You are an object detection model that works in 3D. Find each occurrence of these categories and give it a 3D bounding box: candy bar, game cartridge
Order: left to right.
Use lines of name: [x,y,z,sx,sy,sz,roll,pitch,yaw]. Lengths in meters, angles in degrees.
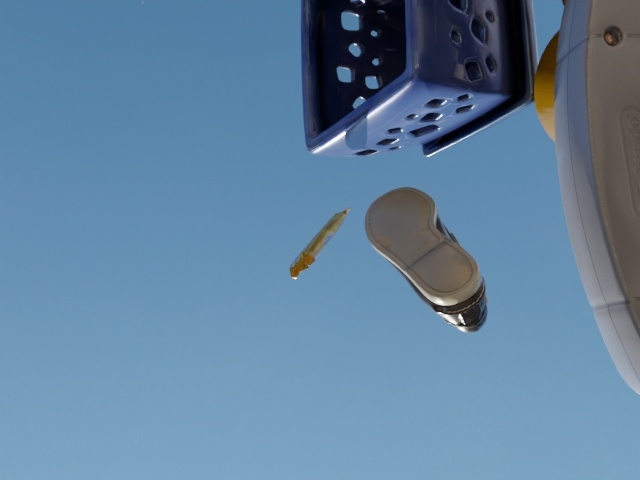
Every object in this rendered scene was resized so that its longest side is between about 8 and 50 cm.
candy bar: [0.000,0.000,0.959,0.018,0.161,0.040,43,-61,-2]
game cartridge: [0.261,-0.048,0.548,0.195,0.060,0.295,-2,-100,-15]

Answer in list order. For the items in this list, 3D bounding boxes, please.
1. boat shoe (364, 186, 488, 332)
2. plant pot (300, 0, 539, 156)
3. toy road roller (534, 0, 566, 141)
boat shoe: [0.100,0.016,0.776,0.075,0.206,0.065,-31,-57,0]
plant pot: [0.122,-0.231,0.962,0.212,0.236,0.236,6,-107,-30]
toy road roller: [0.309,-0.232,0.799,0.240,0.202,0.330,-34,-78,-3]
